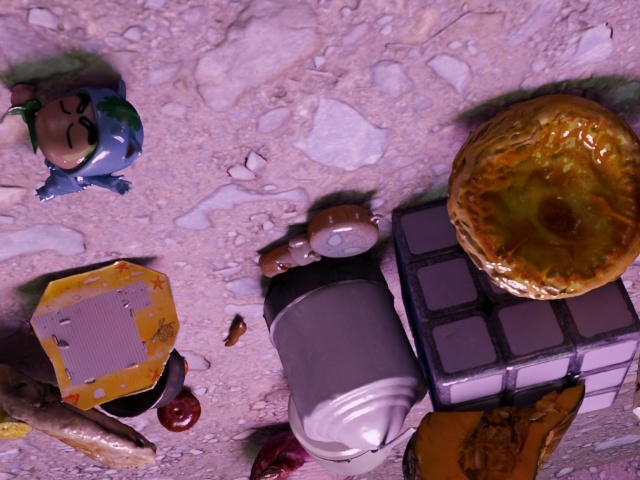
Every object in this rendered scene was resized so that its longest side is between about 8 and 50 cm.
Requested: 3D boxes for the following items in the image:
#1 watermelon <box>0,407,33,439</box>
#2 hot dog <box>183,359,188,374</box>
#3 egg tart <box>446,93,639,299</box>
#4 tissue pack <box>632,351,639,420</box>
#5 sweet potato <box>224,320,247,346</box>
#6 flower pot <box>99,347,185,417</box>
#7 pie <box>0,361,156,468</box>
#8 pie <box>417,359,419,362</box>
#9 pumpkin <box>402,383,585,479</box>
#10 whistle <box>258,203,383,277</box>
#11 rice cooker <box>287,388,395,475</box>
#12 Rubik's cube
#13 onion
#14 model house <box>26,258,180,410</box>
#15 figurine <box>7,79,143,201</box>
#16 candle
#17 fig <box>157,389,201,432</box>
[{"bbox_3d":[-0.597,0.340,1.592,0.105,0.062,0.105,-5,154,-2],"label":"watermelon"},{"bbox_3d":[-0.295,0.269,1.619,0.062,0.038,0.144,4,145,-27],"label":"hot dog"},{"bbox_3d":[0.313,-0.058,1.162,0.295,0.295,0.116,-10,-179,-5],"label":"egg tart"},{"bbox_3d":[0.588,0.121,1.175,0.205,0.405,0.332,-2,147,40],"label":"tissue pack"},{"bbox_3d":[-0.151,0.168,1.524,0.026,0.026,0.115,-1,152,-20],"label":"sweet potato"},{"bbox_3d":[-0.305,0.229,1.452,0.157,0.157,0.107,-21,160,12],"label":"flower pot"},{"bbox_3d":[-0.426,0.296,1.398,0.339,0.077,0.339,24,161,9],"label":"pie"},{"bbox_3d":[0.189,0.306,1.873,0.154,0.036,0.154,-11,149,-7],"label":"pie"},{"bbox_3d":[0.245,0.299,1.256,0.280,0.190,0.139,-50,158,-24],"label":"pumpkin"},{"bbox_3d":[0.000,0.000,1.281,0.220,0.057,0.107,-25,148,27],"label":"whistle"},{"bbox_3d":[0.048,0.358,1.738,0.226,0.226,0.244,-17,151,6],"label":"rice cooker"},{"bbox_3d":[0.295,0.114,1.338,0.304,0.305,0.301,-15,149,0],"label":"Rubik's cube"},{"bbox_3d":[-0.073,0.522,2.004,0.267,0.159,0.348,-31,148,6],"label":"onion"},{"bbox_3d":[-0.322,0.133,1.327,0.219,0.207,0.136,-21,-174,-5],"label":"model house"},{"bbox_3d":[-0.287,-0.107,0.950,0.144,0.114,0.178,14,148,-36],"label":"figurine"},{"bbox_3d":[0.043,0.194,1.345,0.221,0.342,0.221,-14,148,-9],"label":"candle"},{"bbox_3d":[-0.287,0.347,1.726,0.089,0.089,0.125,-11,172,-4],"label":"fig"}]
